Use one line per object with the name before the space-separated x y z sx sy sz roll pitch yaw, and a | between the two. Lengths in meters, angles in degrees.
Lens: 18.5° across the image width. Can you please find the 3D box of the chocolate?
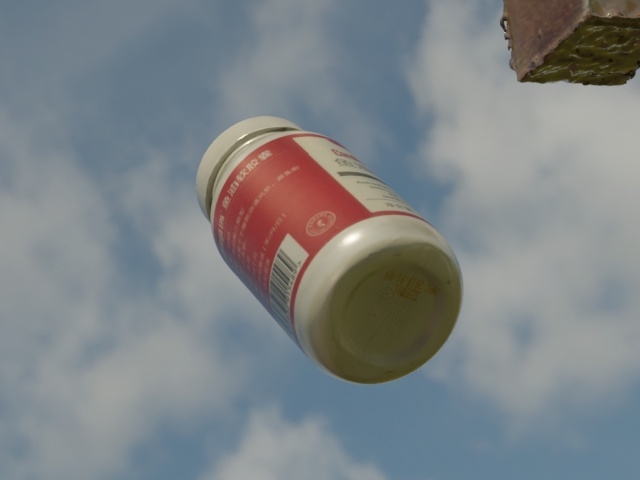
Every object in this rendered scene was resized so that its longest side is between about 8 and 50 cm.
chocolate | 0.192 -0.287 1.545 0.112 0.321 0.112 0 -21 -22

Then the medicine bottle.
medicine bottle | 0.000 0.000 1.465 0.131 0.250 0.131 -11 -60 -21
